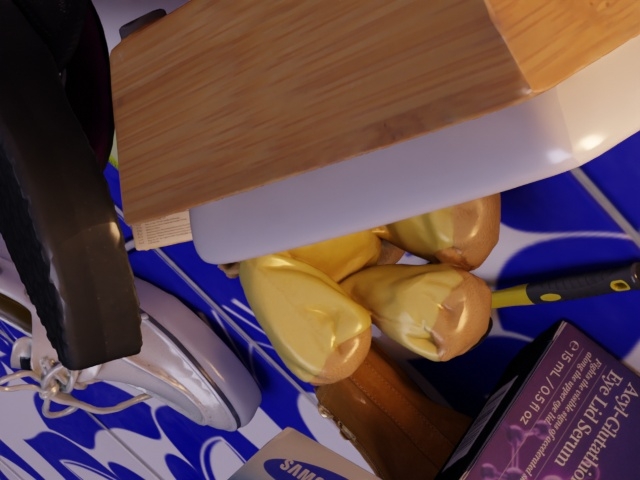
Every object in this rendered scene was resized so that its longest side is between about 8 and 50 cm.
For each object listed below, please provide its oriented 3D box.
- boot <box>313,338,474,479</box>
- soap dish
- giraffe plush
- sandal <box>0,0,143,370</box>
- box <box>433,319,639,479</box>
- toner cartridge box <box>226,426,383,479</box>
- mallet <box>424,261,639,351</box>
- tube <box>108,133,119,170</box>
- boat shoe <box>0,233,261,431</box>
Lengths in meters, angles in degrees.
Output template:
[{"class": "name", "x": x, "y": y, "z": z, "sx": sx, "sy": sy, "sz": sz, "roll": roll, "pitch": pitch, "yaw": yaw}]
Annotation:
[{"class": "boot", "x": 0.090, "y": 0.183, "z": 1.106, "sx": 0.211, "sy": 0.104, "sz": 0.295, "roll": 45, "pitch": 167, "yaw": 21}, {"class": "soap dish", "x": 0.055, "y": -0.098, "z": 0.581, "sx": 0.291, "sy": 0.229, "sz": 0.118, "roll": -13, "pitch": 107, "yaw": 57}, {"class": "giraffe plush", "x": 0.000, "y": 0.000, "z": 0.861, "sx": 0.210, "sy": 0.181, "sz": 0.170, "roll": 5, "pitch": 173, "yaw": 2}, {"class": "sandal", "x": -0.164, "y": -0.094, "z": 0.828, "sx": 0.446, "sy": 0.107, "sz": 0.167, "roll": -123, "pitch": 23, "yaw": -43}, {"class": "box", "x": 0.186, "y": 0.183, "z": 0.906, "sx": 0.207, "sy": 0.153, "sz": 0.108, "roll": 36, "pitch": 152, "yaw": 2}, {"class": "toner cartridge box", "x": 0.093, "y": 0.258, "z": 0.857, "sx": 0.348, "sy": 0.075, "sz": 0.165, "roll": 24, "pitch": 142, "yaw": 39}, {"class": "mallet", "x": 0.136, "y": 0.041, "z": 0.883, "sx": 0.189, "sy": 0.039, "sz": 0.062, "roll": -5, "pitch": 131, "yaw": 48}, {"class": "tube", "x": -0.093, "y": -0.035, "z": 1.016, "sx": 0.240, "sy": 0.062, "sz": 0.070, "roll": 39, "pitch": 112, "yaw": 10}, {"class": "boat shoe", "x": -0.237, "y": 0.090, "z": 1.265, "sx": 0.367, "sy": 0.156, "sz": 0.136, "roll": 36, "pitch": 153, "yaw": 6}]
